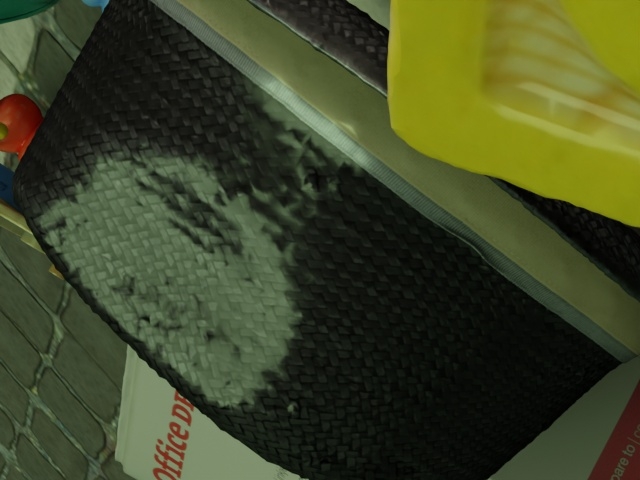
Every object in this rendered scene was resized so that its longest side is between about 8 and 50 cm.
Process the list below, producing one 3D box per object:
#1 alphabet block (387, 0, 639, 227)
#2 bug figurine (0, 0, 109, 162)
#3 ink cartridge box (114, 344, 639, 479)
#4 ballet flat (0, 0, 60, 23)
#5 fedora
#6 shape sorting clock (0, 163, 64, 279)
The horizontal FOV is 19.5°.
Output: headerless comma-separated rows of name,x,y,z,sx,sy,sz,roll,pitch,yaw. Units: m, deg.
alphabet block,0.141,-0.122,0.474,0.193,0.197,0.192,18,142,17
bug figurine,-0.087,-0.065,1.002,0.216,0.072,0.279,32,151,-2
ink cartridge box,0.050,0.102,0.935,0.283,0.117,0.207,30,148,9
ballet flat,-0.151,-0.248,0.888,0.147,0.147,0.409,49,151,5
fedora,0.000,0.000,0.741,0.334,0.152,0.334,38,-177,-2
shape sorting clock,-0.157,0.006,1.185,0.206,0.040,0.206,34,177,2
